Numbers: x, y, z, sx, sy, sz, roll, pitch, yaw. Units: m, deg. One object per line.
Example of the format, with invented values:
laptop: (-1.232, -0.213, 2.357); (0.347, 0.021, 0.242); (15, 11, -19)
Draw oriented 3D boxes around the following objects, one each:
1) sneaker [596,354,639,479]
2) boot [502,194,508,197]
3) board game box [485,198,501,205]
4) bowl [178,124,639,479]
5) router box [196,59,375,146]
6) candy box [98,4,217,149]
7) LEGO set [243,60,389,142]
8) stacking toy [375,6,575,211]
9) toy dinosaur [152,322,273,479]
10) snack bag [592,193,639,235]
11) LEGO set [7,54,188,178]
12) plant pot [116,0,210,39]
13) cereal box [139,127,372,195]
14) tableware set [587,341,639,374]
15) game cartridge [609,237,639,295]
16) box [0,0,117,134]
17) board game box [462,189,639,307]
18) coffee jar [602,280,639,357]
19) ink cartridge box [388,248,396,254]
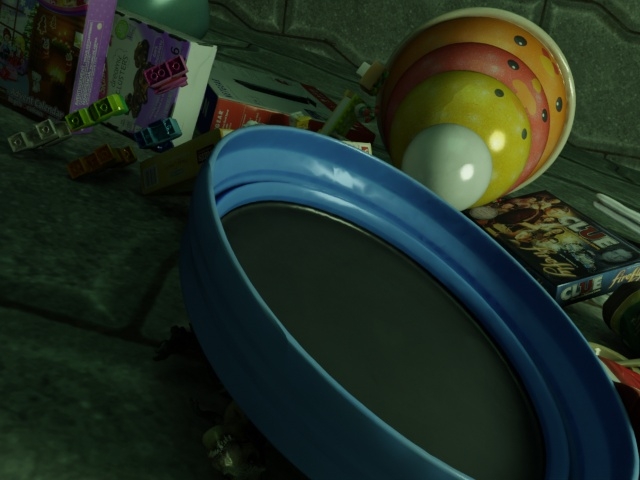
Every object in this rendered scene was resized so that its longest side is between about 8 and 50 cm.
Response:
sneaker: (0.303, 0.169, 0.556); (0.128, 0.087, 0.221); (15, 23, -8)
boot: (0.314, -0.182, 1.377); (0.248, 0.090, 0.207); (-8, 45, -37)
board game box: (0.350, -0.058, 1.219); (0.169, 0.033, 0.133); (28, 23, 19)
bowl: (0.068, 0.057, 0.510); (0.391, 0.077, 0.391); (29, 27, -16)
router box: (-0.098, -0.249, 1.225); (0.301, 0.082, 0.335); (8, 24, -27)
candy box: (-0.271, -0.245, 0.952); (0.196, 0.164, 0.070); (26, 20, 18)
LEGO set: (0.022, -0.174, 1.030); (0.287, 0.132, 0.107); (-30, 45, -21)
stacking toy: (0.220, -0.153, 0.981); (0.351, 0.350, 0.480); (22, 30, 6)
toy dinosaur: (-0.046, 0.089, 0.484); (0.118, 0.064, 0.268); (39, 24, 8)
snack bag: (0.683, 0.030, 1.168); (0.342, 0.037, 0.323); (42, 19, 31)
LEGO set: (-0.241, -0.131, 0.774); (0.227, 0.087, 0.093); (-22, 4, 7)
plant pot: (-0.413, -0.503, 1.371); (0.290, 0.290, 0.195); (27, 59, 19)
cereal box: (-0.075, -0.089, 0.790); (0.240, 0.047, 0.173); (-4, -5, -45)
tableware set: (0.280, 0.113, 0.733); (0.194, 0.039, 0.128); (30, 23, 25)
game cartridge: (0.518, 0.045, 1.091); (0.297, 0.062, 0.198); (14, 26, -15)
box: (-0.431, -0.296, 0.888); (0.293, 0.201, 0.057); (25, 22, 16)
board game box: (0.350, 0.004, 0.973); (0.165, 0.042, 0.243); (-14, 32, -16)
coffee jar: (0.425, 0.125, 0.766); (0.096, 0.079, 0.184); (31, 16, -22)
ink cartridge box: (0.000, 0.000, 0.671); (0.179, 0.045, 0.145); (12, 53, -26)
